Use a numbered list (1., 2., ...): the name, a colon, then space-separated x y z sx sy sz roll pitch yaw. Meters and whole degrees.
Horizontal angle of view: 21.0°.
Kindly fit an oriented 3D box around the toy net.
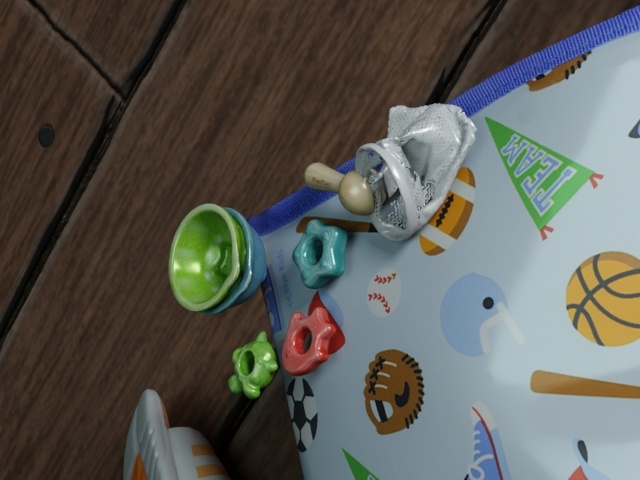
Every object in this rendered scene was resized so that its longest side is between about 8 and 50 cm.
1. toy net: 0.000 0.000 1.011 0.232 0.045 0.122 -36 54 38

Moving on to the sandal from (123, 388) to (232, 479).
1. sandal: -0.091 0.239 1.336 0.102 0.076 0.265 117 141 -49

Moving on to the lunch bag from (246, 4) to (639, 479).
1. lunch bag: 0.177 0.066 1.011 0.385 0.239 0.328 -32 66 43
